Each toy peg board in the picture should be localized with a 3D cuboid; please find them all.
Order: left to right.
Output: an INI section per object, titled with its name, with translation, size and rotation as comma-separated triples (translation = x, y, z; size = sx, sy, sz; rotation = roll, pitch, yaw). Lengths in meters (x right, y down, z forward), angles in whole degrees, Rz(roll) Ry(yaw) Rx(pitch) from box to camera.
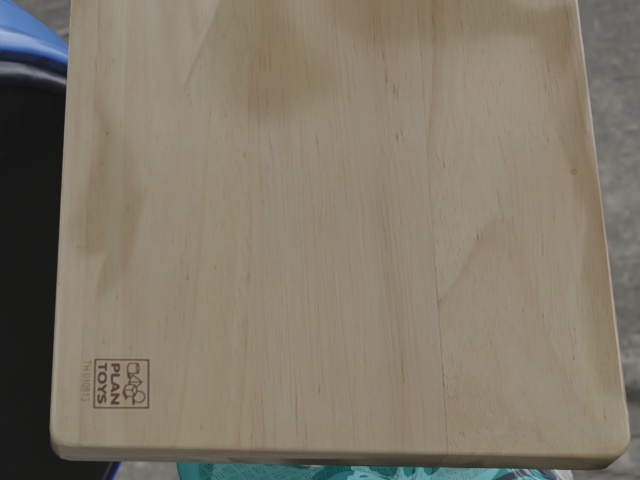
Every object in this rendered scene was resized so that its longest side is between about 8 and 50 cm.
[toy peg board]
translation = 0.000, 0.000, 0.448
size = 0.161, 0.161, 0.079
rotation = 2, -25, -8

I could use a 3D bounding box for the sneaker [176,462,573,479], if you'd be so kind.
[sneaker]
translation = 0.049, 0.116, 0.478
size = 0.275, 0.107, 0.110
rotation = 26, 15, 34

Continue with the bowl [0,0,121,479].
[bowl]
translation = -0.205, 0.074, 0.633
size = 0.077, 0.391, 0.391
rotation = 23, 34, 25
